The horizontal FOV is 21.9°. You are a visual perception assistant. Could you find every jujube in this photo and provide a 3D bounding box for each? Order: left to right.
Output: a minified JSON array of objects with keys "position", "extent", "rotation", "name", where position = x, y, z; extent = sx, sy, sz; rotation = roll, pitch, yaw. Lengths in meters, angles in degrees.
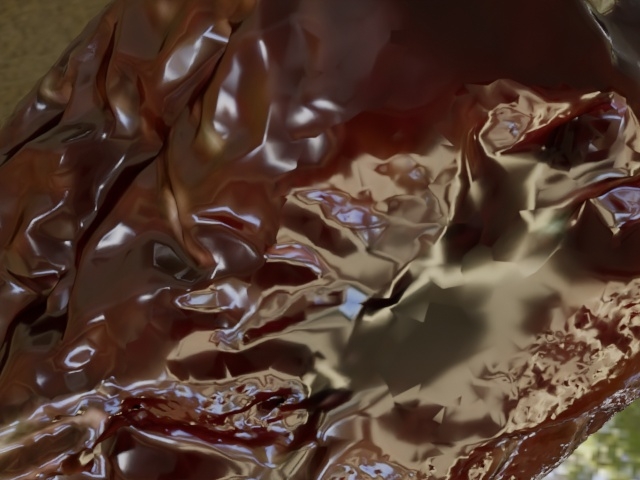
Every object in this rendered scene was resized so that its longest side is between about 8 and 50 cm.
[{"position":[0.000,0.001,0.718],"extent":[0.276,0.377,0.276],"rotation":[28,-138,-29],"name":"jujube"}]
